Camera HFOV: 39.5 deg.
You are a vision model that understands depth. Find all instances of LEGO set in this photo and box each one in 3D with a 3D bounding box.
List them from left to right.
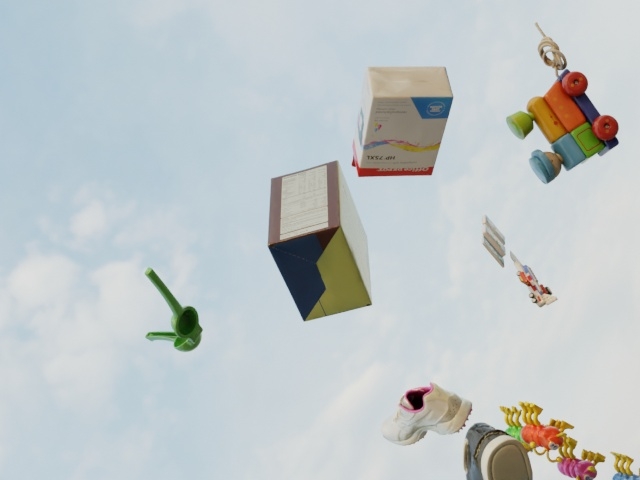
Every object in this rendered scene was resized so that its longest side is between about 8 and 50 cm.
[{"bbox_3d":[0.461,0.052,2.042,0.244,0.060,0.182,49,-159,-10],"label":"LEGO set"}]

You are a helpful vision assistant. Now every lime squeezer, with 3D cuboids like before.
[{"bbox_3d":[-0.250,0.135,1.543,0.059,0.110,0.310,-40,-13,-24],"label":"lime squeezer"}]

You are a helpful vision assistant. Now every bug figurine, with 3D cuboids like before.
[{"bbox_3d":[0.413,0.355,1.474,0.279,0.216,0.072,29,-103,-13],"label":"bug figurine"}]

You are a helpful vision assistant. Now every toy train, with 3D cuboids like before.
[{"bbox_3d":[0.369,-0.225,1.485,0.143,0.248,0.105,-32,-7,-4],"label":"toy train"}]

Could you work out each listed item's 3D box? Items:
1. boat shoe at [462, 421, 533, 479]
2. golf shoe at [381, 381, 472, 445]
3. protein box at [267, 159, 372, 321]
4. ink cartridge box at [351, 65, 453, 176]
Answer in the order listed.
[{"bbox_3d":[0.303,0.439,1.475,0.114,0.091,0.302,-14,-71,-19],"label":"boat shoe"},{"bbox_3d":[0.233,0.416,2.185,0.140,0.306,0.115,39,-129,-16],"label":"golf shoe"},{"bbox_3d":[0.000,0.000,1.643,0.201,0.136,0.200,-91,-18,-50],"label":"protein box"},{"bbox_3d":[0.130,-0.179,1.492,0.134,0.078,0.231,-2,-38,-7],"label":"ink cartridge box"}]
